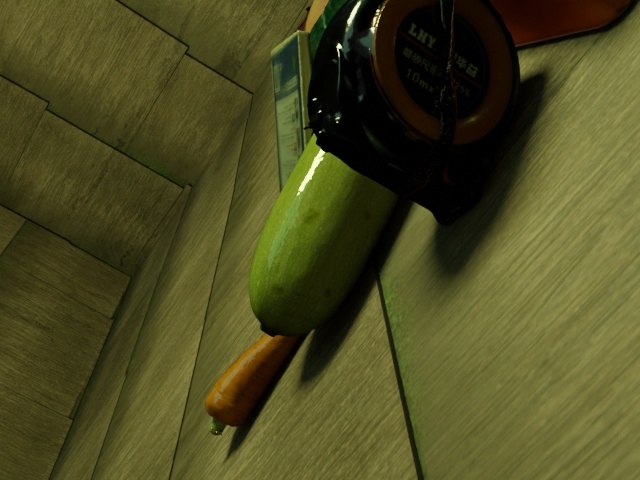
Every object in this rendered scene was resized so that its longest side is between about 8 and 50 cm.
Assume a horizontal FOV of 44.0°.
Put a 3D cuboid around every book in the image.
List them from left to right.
[{"bbox_3d":[-0.036,-0.121,1.134,0.228,0.018,0.322,-152,57,-75],"label":"book"}]

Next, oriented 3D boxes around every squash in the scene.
[{"bbox_3d":[0.000,0.000,0.922,0.247,0.132,0.132,-65,16,-15],"label":"squash"}]

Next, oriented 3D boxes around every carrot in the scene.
[{"bbox_3d":[-0.065,0.137,0.998,0.256,0.061,0.061,-54,15,3],"label":"carrot"}]

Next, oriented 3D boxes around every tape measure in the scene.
[{"bbox_3d":[0.091,-0.152,0.779,0.135,0.202,0.223,-14,52,65],"label":"tape measure"}]

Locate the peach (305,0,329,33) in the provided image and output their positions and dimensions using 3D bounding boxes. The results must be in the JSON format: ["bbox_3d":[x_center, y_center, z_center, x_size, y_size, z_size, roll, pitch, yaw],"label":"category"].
[{"bbox_3d":[0.068,-0.314,1.211,0.184,0.184,0.184,-52,16,22],"label":"peach"}]

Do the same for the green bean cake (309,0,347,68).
[{"bbox_3d":[0.082,-0.241,1.036,0.208,0.107,0.193,-48,62,39],"label":"green bean cake"}]

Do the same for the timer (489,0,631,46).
[{"bbox_3d":[0.255,-0.336,0.806,0.257,0.161,0.250,-59,0,0],"label":"timer"}]

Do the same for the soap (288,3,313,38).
[{"bbox_3d":[0.064,-0.414,1.431,0.325,0.127,0.220,-37,13,51],"label":"soap"}]
